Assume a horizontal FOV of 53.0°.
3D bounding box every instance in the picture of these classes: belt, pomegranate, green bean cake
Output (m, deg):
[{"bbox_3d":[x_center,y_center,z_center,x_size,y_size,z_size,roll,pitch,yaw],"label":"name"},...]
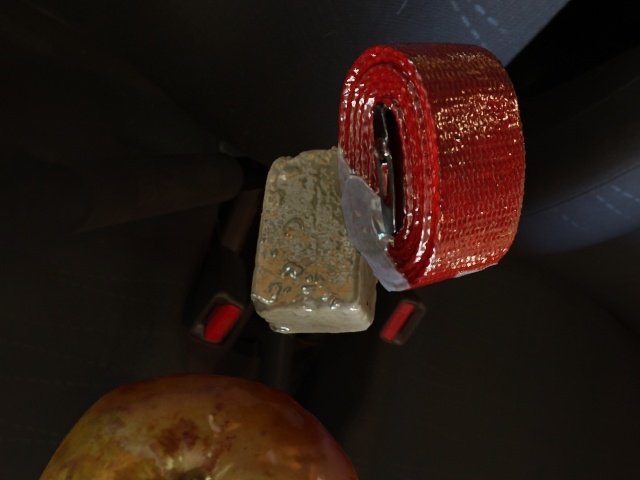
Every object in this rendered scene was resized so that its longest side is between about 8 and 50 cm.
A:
[{"bbox_3d":[0.098,-0.063,0.540,0.124,0.128,0.200,-13,106,-32],"label":"belt"},{"bbox_3d":[-0.091,0.235,0.512,0.252,0.270,0.228,12,58,10],"label":"pomegranate"},{"bbox_3d":[0.000,0.000,0.645,0.085,0.109,0.179,56,36,-59],"label":"green bean cake"}]
